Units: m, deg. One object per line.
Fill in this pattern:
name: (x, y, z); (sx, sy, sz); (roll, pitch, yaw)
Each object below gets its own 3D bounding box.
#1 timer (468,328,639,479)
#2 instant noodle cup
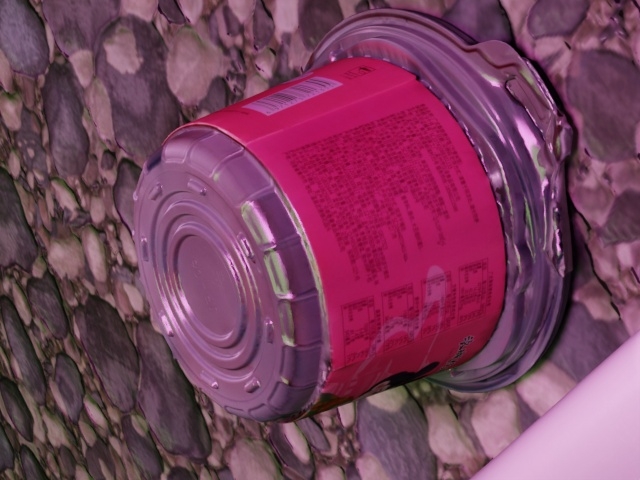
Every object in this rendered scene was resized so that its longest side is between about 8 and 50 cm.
timer: (0.209, 0.127, 0.631); (0.194, 0.192, 0.195); (58, 146, 16)
instant noodle cup: (0.000, 0.000, 0.870); (0.258, 0.181, 0.302); (55, 144, 22)
